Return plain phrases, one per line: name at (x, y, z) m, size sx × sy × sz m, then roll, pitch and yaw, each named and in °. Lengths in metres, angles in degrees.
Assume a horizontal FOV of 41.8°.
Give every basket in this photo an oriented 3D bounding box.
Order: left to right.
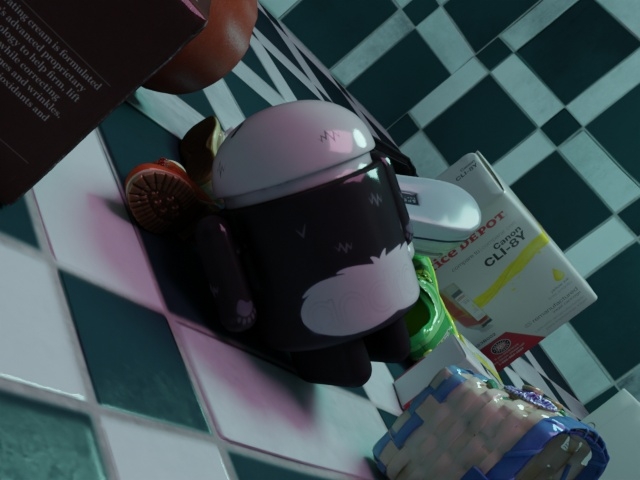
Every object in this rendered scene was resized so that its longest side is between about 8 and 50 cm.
basket at (0.209, 0.267, 0.833) m, size 0.289 × 0.201 × 0.254 m, roll 47°, pitch 8°, yaw 34°

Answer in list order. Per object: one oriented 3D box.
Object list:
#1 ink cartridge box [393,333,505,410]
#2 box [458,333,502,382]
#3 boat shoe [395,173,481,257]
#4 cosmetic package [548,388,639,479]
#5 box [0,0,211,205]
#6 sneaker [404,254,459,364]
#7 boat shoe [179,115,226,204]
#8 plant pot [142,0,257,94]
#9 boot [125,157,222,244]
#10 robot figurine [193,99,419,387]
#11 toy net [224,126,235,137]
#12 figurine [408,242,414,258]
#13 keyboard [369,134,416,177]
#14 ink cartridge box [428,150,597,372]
ink cartridge box at (0.188, 0.216, 1.120) m, size 0.150 × 0.109 × 0.063 m, roll 45°, pitch 10°, yaw -25°
box at (0.293, 0.257, 1.518) m, size 0.105 × 0.043 × 0.179 m, roll 41°, pitch 13°, yaw -22°
boat shoe at (0.049, -0.038, 1.274) m, size 0.367 × 0.156 × 0.136 m, roll 10°, pitch 50°, yaw -20°
cosmetic package at (0.500, 0.430, 1.220) m, size 0.156 × 0.217 × 0.385 m, roll 51°, pitch 0°, yaw -38°
box at (-0.209, -0.170, 0.619) m, size 0.168 × 0.203 × 0.167 m, roll 46°, pitch 13°, yaw -21°
sneaker at (0.128, 0.070, 1.326) m, size 0.123 × 0.109 × 0.295 m, roll 44°, pitch 14°, yaw -46°
boat shoe at (-0.135, -0.100, 1.026) m, size 0.048 × 0.056 × 0.153 m, roll 54°, pitch 10°, yaw -35°
plant pot at (-0.203, -0.298, 0.936) m, size 0.272 × 0.272 × 0.265 m, roll 54°, pitch 5°, yaw 15°
boot at (-0.155, -0.050, 0.817) m, size 0.085 × 0.059 × 0.158 m, roll 52°, pitch 4°, yaw 21°
robot figurine at (-0.005, 0.002, 0.828) m, size 0.209 × 0.173 × 0.278 m, roll -52°, pitch 125°, yaw -74°
toy net at (-0.037, -0.067, 1.117) m, size 0.232 × 0.122 × 0.045 m, roll 51°, pitch -13°, yaw -10°
figurine at (0.000, 0.000, 1.023) m, size 0.209 × 0.092 × 0.215 m, roll 44°, pitch 36°, yaw -6°
keyboard at (0.076, -0.086, 1.433) m, size 0.201 × 0.033 × 0.317 m, roll 29°, pitch -24°, yaw 18°
ink cartridge box at (0.323, 0.055, 1.667) m, size 0.384 × 0.279 × 0.160 m, roll 42°, pitch 16°, yaw -34°
